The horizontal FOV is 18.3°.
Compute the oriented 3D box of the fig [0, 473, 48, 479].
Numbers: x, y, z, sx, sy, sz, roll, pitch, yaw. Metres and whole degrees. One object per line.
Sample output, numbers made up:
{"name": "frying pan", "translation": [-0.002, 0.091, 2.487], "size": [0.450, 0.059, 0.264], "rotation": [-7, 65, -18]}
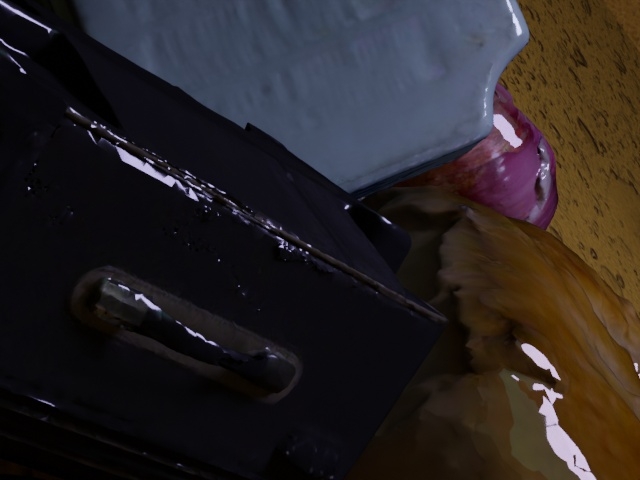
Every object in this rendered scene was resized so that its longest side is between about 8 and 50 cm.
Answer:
{"name": "fig", "translation": [-0.134, 0.169, 0.923], "size": [0.109, 0.103, 0.155], "rotation": [25, -21, 13]}

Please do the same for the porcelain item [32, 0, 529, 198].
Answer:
{"name": "porcelain item", "translation": [-0.033, -0.153, 1.269], "size": [0.281, 0.286, 0.157], "rotation": [66, -11, 0]}

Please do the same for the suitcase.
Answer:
{"name": "suitcase", "translation": [-0.140, -0.009, 0.951], "size": [0.283, 0.194, 0.434], "rotation": [37, 6, 39]}

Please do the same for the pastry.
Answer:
{"name": "pastry", "translation": [0.104, 0.164, 1.217], "size": [0.409, 0.245, 0.409], "rotation": [47, 22, -26]}

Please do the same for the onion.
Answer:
{"name": "onion", "translation": [0.089, -0.065, 1.676], "size": [0.230, 0.163, 0.230], "rotation": [34, -16, 11]}

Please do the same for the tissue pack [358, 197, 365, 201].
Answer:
{"name": "tissue pack", "translation": [0.000, 0.000, 1.494], "size": [0.108, 0.060, 0.148], "rotation": [43, 25, -25]}
